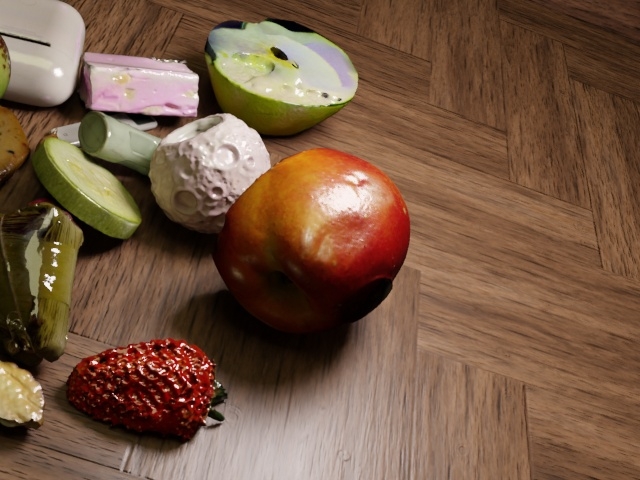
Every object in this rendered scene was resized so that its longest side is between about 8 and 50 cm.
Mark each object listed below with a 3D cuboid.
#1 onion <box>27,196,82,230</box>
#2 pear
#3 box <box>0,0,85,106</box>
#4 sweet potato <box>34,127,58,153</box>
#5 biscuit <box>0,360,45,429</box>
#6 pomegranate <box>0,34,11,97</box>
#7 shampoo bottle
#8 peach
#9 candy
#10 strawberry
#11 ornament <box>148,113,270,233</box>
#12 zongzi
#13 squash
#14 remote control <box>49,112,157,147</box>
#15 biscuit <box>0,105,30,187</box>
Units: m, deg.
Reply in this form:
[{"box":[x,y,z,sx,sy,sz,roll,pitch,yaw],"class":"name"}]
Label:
[{"box":[-0.514,-0.018,1.814,0.131,0.131,0.131,14,40,-12],"class":"onion"},{"box":[-0.115,-0.392,2.409,0.398,0.165,0.399,14,40,-12],"class":"pear"},{"box":[-0.696,-0.452,2.196,0.288,0.141,0.349,12,40,-17],"class":"box"},{"box":[-0.562,-0.142,1.979,0.068,0.068,0.226,1,54,-27],"class":"sweet potato"},{"box":[-0.530,0.250,1.549,0.183,0.061,0.118,21,37,-7],"class":"biscuit"},{"box":[-0.753,-0.388,1.864,0.284,0.341,0.285,10,43,-9],"class":"pomegranate"},{"box":[-0.403,-0.198,2.067,0.234,0.087,0.118,21,20,-48],"class":"shampoo bottle"},{"box":[0.003,0.014,1.870,0.310,0.335,0.405,39,42,24],"class":"peach"},{"box":[-0.424,-0.363,2.226,0.264,0.116,0.155,1,25,-26],"class":"candy"},{"box":[-0.286,0.242,1.647,0.286,0.106,0.188,6,41,-21],"class":"strawberry"},{"box":[-0.226,-0.132,1.997,0.259,0.225,0.259,-18,23,8],"class":"ornament"},{"box":[-0.582,0.080,1.665,0.299,0.145,0.274,-1,66,3],"class":"zongzi"},{"box":[-0.462,-0.107,1.907,0.252,0.049,0.252,41,12,-11],"class":"squash"},{"box":[-0.489,-0.258,2.171,0.261,0.029,0.067,-22,56,-43],"class":"remote control"},{"box":[-0.780,-0.212,1.959,0.358,0.046,0.359,15,41,-13],"class":"biscuit"}]
